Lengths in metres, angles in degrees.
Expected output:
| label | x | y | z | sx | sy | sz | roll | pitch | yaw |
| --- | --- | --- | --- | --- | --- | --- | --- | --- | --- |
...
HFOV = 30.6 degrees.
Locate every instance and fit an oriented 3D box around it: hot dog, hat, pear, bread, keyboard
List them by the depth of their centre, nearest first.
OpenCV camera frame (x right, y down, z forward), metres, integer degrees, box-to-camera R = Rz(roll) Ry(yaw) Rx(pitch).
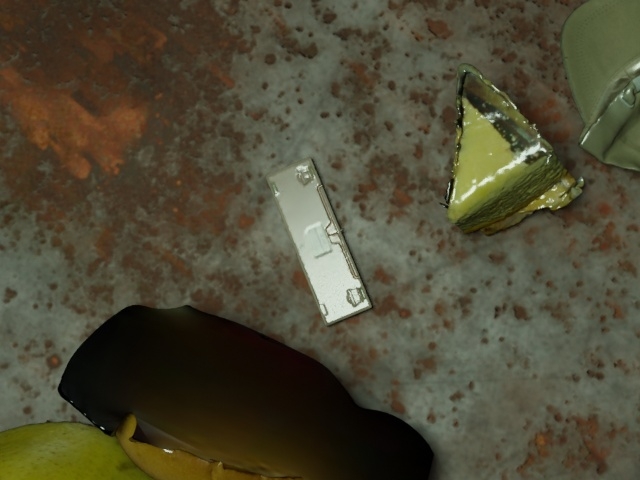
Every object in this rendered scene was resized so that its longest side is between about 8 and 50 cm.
| label | x | y | z | sx | sy | sz | roll | pitch | yaw |
| --- | --- | --- | --- | --- | --- | --- | --- | --- | --- |
| pear | -0.264 | 0.282 | 1.076 | 0.267 | 0.178 | 0.267 | 0 | 78 | 2 |
| hot dog | -0.077 | 0.191 | 1.095 | 0.326 | 0.107 | 0.194 | 36 | 59 | 6 |
| bread | 0.159 | -0.087 | 1.112 | 0.127 | 0.147 | 0.152 | -29 | 74 | 13 |
| hat | 0.333 | -0.167 | 1.149 | 0.166 | 0.144 | 0.173 | -28 | 36 | 32 |
| keyboard | 0.000 | 0.000 | 1.172 | 0.055 | 0.017 | 0.166 | -23 | 81 | 6 |
